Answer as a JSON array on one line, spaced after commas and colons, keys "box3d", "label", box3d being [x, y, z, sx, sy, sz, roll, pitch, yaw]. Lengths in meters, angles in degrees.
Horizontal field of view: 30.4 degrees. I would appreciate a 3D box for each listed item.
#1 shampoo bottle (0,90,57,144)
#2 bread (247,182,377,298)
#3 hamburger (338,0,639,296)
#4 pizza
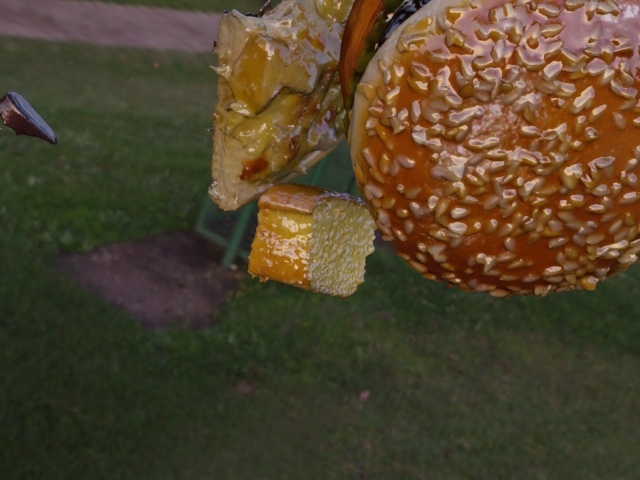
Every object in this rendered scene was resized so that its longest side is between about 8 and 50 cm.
[{"box3d": [-0.296, -0.021, 0.838, 0.068, 0.236, 0.067, 41, 15, -49], "label": "shampoo bottle"}, {"box3d": [0.000, 0.000, 1.123, 0.065, 0.103, 0.187, 11, -3, 24], "label": "bread"}, {"box3d": [0.144, -0.094, 0.869, 0.291, 0.291, 0.225, 17, 33, -18], "label": "hamburger"}, {"box3d": [0.005, -0.173, 1.151, 0.089, 0.323, 0.223, 35, -19, 33], "label": "pizza"}]
